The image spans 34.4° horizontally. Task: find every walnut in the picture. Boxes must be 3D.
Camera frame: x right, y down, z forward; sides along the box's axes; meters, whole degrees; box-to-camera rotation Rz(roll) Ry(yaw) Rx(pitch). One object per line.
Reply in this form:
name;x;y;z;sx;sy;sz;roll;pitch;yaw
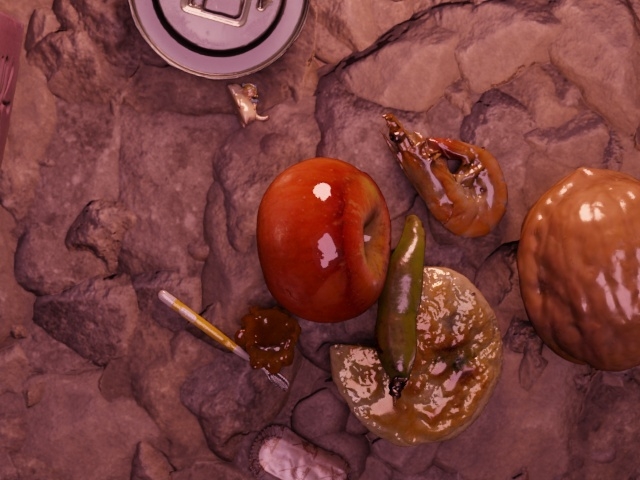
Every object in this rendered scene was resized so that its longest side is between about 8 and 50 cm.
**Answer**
walnut;0.480;0.043;1.752;0.306;0.306;0.343;-16;99;-5

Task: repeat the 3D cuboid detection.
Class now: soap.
soap;-0.552;-0.221;1.601;0.107;0.296;0.285;12;97;-8

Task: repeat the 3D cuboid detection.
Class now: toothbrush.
toothbrush;-0.170;0.179;1.830;0.288;0.024;0.021;37;93;-10

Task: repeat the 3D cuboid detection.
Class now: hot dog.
hot dog;-0.037;0.410;1.859;0.191;0.059;0.108;29;80;-6

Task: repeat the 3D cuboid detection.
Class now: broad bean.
broad bean;0.135;0.116;1.779;0.077;0.061;0.339;1;78;21

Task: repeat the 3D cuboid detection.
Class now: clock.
clock;-0.170;-0.426;1.737;0.313;0.061;0.312;-1;97;-7

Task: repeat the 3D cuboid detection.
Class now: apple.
apple;0.000;0.000;1.721;0.206;0.251;0.271;-2;109;21

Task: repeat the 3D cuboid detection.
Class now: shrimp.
shrimp;0.226;-0.131;1.821;0.152;0.063;0.287;-40;103;-3

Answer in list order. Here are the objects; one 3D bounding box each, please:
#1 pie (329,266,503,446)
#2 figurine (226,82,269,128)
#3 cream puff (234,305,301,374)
pie;0.186;0.212;1.852;0.338;0.075;0.337;-1;95;-8
figurine;-0.125;-0.237;1.779;0.051;0.047;0.083;-22;92;-19
cream puff;-0.088;0.173;1.809;0.116;0.094;0.122;-24;64;-6
